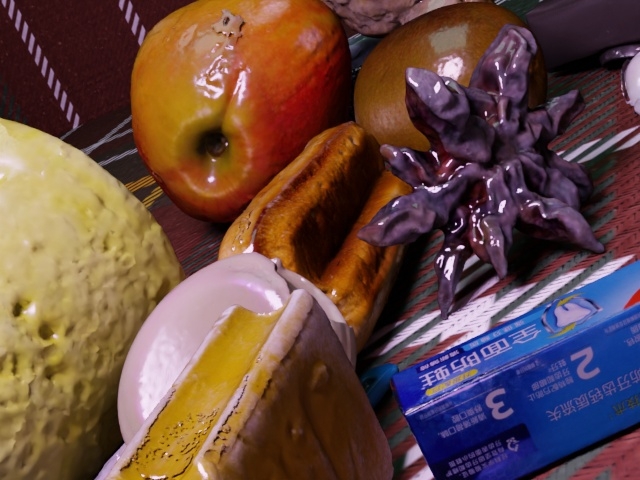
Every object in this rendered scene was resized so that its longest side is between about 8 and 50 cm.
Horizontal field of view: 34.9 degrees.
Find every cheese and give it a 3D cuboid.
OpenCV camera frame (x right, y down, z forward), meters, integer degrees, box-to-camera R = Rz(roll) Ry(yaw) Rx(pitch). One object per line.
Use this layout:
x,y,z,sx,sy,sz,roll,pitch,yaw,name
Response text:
-0.101,0.141,0.762,0.286,0.082,0.163,-50,57,1,cheese

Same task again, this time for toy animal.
0.379,-0.171,1.054,0.124,0.071,0.085,-11,23,40,toy animal

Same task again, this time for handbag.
0.440,-0.315,1.306,0.257,0.113,0.285,-28,10,-25,handbag

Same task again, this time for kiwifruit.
0.146,-0.175,1.203,0.234,0.196,0.196,-19,18,41,kiwifruit

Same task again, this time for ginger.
0.134,-0.326,1.423,0.176,0.375,0.256,-47,-11,-13,ginger

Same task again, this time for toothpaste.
0.206,0.060,0.641,0.320,0.076,0.066,-25,15,2,toothpaste

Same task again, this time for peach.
-0.104,-0.196,1.405,0.290,0.372,0.372,13,28,9,peach

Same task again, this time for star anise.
0.152,-0.067,0.893,0.283,0.212,0.129,-30,3,-35,star anise

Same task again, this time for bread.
-0.306,0.089,0.866,0.348,0.348,0.307,-14,31,33,bread

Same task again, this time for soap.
-0.040,0.159,0.574,0.080,0.160,0.257,-16,21,24,soap

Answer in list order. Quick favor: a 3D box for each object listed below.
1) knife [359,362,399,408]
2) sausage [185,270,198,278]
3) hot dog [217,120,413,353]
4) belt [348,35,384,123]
-0.028,0.176,0.727,0.044,0.026,0.296,-25,14,47,knife
-0.176,0.074,1.098,0.088,0.088,0.433,-36,15,-26,sausage
0.000,0.000,0.975,0.117,0.158,0.349,-39,10,28,hot dog
0.089,-0.274,1.667,0.325,0.122,0.260,-24,22,5,belt
